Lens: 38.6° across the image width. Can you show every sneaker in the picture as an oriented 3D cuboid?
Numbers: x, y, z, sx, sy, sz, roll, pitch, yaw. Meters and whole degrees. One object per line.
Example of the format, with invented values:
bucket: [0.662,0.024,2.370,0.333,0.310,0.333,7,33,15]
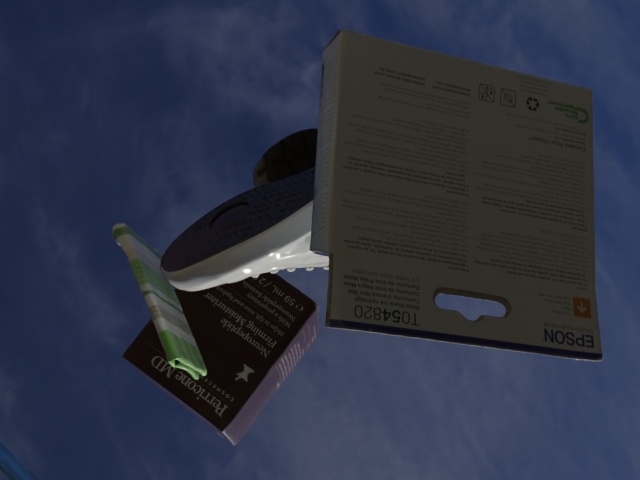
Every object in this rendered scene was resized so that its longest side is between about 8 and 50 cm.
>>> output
sneaker: [0.000,0.000,0.854,0.290,0.106,0.123,-24,-61,-2]
sneaker: [0.047,-0.101,1.158,0.267,0.106,0.101,-17,-96,-2]

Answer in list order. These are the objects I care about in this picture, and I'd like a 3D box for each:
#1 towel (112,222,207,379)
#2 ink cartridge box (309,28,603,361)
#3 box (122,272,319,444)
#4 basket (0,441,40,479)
towel: [-0.163,0.064,0.921,0.023,0.113,0.152,-26,-110,1]
ink cartridge box: [0.103,-0.028,0.680,0.223,0.045,0.223,10,-109,-19]
box: [-0.124,0.137,1.227,0.168,0.167,0.203,34,-105,10]
basket: [-0.395,0.283,0.888,0.255,0.289,0.201,44,-159,15]
